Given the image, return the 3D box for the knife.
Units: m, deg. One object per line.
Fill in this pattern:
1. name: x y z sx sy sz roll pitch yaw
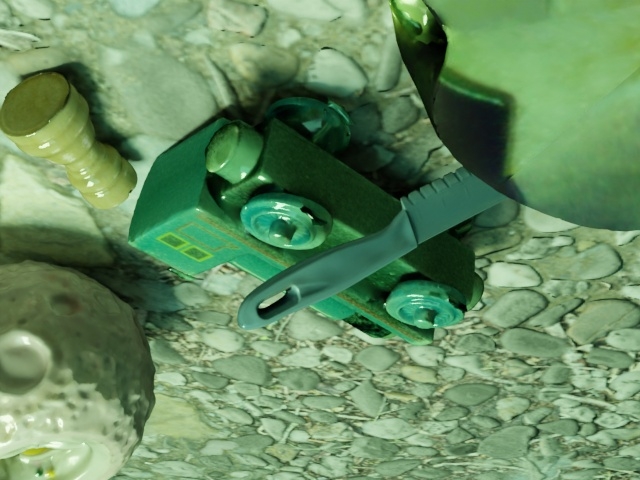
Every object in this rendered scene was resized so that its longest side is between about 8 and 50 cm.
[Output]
1. knife: 0.073 -0.016 0.660 0.313 0.019 0.044 -26 108 -17

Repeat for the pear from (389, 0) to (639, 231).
1. pear: 0.213 -0.180 0.430 0.399 0.165 0.398 3 145 2

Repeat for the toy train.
1. toy train: 0.000 0.000 0.765 0.298 0.120 0.194 31 145 -32

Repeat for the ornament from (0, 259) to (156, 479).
1. ornament: -0.300 0.142 0.893 0.260 0.225 0.259 -16 144 -12

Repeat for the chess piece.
1. chess piece: -0.199 -0.076 0.725 0.066 0.066 0.122 -9 147 19
